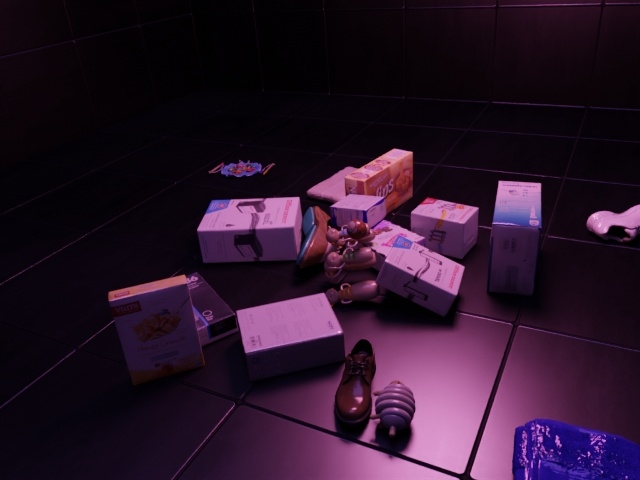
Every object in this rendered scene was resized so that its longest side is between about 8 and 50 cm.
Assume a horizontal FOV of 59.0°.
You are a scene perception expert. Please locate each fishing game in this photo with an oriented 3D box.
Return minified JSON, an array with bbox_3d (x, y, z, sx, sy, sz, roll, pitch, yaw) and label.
[{"bbox_3d":[-0.352,-0.323,2.498,0.264,0.041,0.189,5,27,18],"label":"fishing game"}]

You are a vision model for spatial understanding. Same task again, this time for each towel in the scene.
[{"bbox_3d":[0.101,-0.212,2.214,0.187,0.049,0.282,17,36,37],"label":"towel"},{"bbox_3d":[0.433,0.432,0.934,0.228,0.076,0.308,5,30,19],"label":"towel"}]

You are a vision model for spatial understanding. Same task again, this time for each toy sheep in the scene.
[{"bbox_3d":[0.149,0.341,1.145,0.091,0.091,0.132,1,43,11],"label":"toy sheep"}]

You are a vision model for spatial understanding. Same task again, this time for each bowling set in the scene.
[{"bbox_3d":[0.067,0.018,1.571,0.154,0.200,0.287,-11,40,10],"label":"bowling set"}]

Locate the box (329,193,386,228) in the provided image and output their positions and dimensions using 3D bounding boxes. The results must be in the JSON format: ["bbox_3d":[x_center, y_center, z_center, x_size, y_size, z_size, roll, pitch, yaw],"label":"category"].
[{"bbox_3d":[0.122,-0.093,1.820,0.137,0.072,0.126,8,28,34],"label":"box"}]

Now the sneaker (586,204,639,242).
[{"bbox_3d":[0.954,-0.039,1.736,0.232,0.090,0.115,-11,34,6],"label":"sneaker"}]

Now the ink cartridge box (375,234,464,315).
[{"bbox_3d":[0.269,0.091,1.510,0.203,0.086,0.148,25,36,8],"label":"ink cartridge box"}]

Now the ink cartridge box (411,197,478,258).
[{"bbox_3d":[0.388,-0.040,1.763,0.176,0.127,0.128,15,34,30],"label":"ink cartridge box"}]

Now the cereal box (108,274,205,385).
[{"bbox_3d":[-0.373,0.208,1.302,0.173,0.240,0.047,-14,29,-15],"label":"cereal box"}]

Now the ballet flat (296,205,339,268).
[{"bbox_3d":[0.000,0.000,1.783,0.124,0.116,0.342,26,22,-11],"label":"ballet flat"}]

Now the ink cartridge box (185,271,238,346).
[{"bbox_3d":[-0.371,0.177,1.549,0.165,0.065,0.333,-22,32,-27],"label":"ink cartridge box"}]

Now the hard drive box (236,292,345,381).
[{"bbox_3d":[-0.075,0.229,1.375,0.232,0.089,0.181,-11,29,-10],"label":"hard drive box"}]

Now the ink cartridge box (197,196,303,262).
[{"bbox_3d":[-0.220,-0.037,1.850,0.307,0.129,0.223,-2,28,4],"label":"ink cartridge box"}]

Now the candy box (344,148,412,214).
[{"bbox_3d":[0.213,-0.188,2.005,0.087,0.183,0.316,17,35,36],"label":"candy box"}]

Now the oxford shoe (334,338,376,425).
[{"bbox_3d":[0.074,0.298,1.222,0.083,0.096,0.227,2,31,9],"label":"oxford shoe"}]

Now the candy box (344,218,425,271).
[{"bbox_3d":[0.198,0.015,1.750,0.165,0.070,0.196,-23,33,-30],"label":"candy box"}]

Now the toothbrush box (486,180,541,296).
[{"bbox_3d":[0.549,-0.014,1.598,0.126,0.216,0.295,6,31,19],"label":"toothbrush box"}]
